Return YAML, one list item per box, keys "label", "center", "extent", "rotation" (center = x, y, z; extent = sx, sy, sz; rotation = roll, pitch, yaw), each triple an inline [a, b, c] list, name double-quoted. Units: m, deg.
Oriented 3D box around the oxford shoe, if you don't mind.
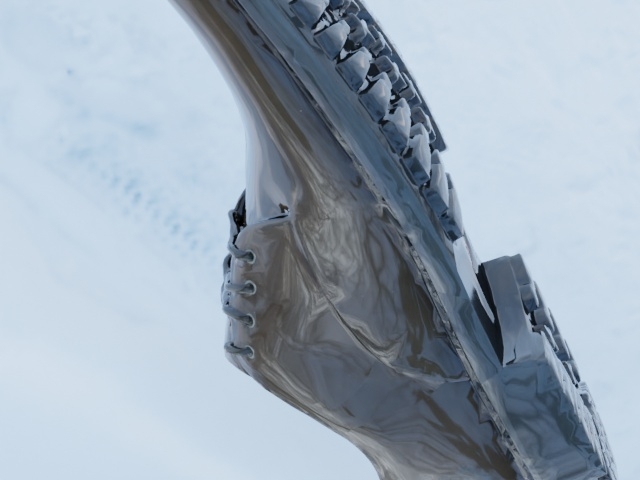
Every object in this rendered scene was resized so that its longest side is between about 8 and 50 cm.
- label: "oxford shoe"
  center: [0.000, 0.000, 0.474]
  extent: [0.096, 0.083, 0.227]
  rotation: [-24, 108, 14]
